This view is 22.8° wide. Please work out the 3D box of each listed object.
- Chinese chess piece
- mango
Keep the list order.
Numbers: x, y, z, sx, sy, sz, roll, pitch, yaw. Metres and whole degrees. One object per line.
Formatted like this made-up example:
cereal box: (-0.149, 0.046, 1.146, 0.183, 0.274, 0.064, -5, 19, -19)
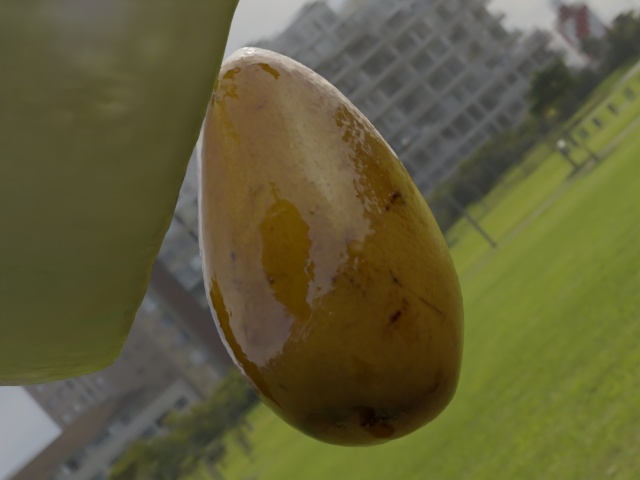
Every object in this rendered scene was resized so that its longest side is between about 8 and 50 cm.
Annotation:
Chinese chess piece: (-0.085, -0.126, 0.468, 0.338, 0.140, 0.338, -165, 90, -83)
mango: (0.000, 0.000, 0.822, 0.112, 0.219, 0.145, -26, -11, 35)
